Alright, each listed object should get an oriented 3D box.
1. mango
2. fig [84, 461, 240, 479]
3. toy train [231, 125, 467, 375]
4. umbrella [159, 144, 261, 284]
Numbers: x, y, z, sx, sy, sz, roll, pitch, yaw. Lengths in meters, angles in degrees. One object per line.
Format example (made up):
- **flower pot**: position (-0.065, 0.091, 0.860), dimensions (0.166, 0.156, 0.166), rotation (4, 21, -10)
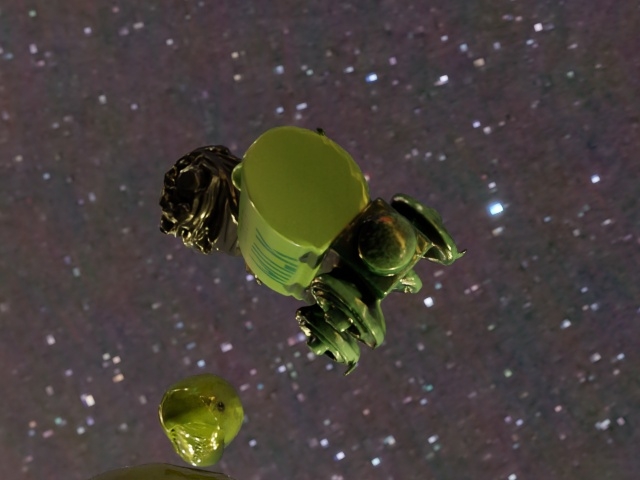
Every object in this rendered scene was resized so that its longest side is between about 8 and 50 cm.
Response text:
- **mango**: position (-0.131, 0.192, 1.375), dimensions (0.091, 0.074, 0.165), rotation (23, -29, -2)
- **fig**: position (-0.112, 0.303, 0.870), dimensions (0.343, 0.343, 0.343), rotation (24, -55, 41)
- **toy train**: position (0.000, 0.000, 0.882), dimensions (0.157, 0.105, 0.253), rotation (43, -11, 4)
- **umbrella**: position (-0.049, -0.007, 1.357), dimensions (0.118, 0.340, 0.118), rotation (-10, -111, 29)
